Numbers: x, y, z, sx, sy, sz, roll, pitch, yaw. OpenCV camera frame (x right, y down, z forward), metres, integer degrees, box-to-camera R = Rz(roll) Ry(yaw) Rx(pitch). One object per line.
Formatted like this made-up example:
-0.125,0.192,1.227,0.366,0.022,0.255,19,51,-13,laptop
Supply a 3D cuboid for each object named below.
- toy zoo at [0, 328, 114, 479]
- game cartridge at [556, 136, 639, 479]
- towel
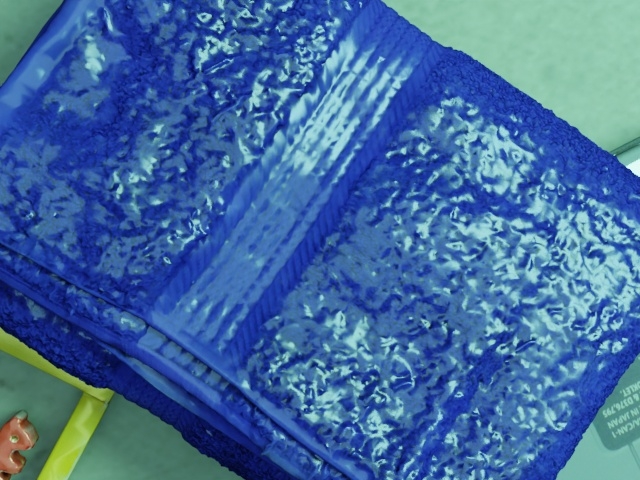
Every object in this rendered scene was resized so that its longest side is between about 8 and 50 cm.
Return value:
-0.229,0.112,0.525,0.192,0.030,0.293,29,87,-6,toy zoo
0.214,0.031,0.568,0.294,0.060,0.196,-26,89,-6,game cartridge
0.000,0.000,0.481,0.308,0.076,0.227,34,87,-5,towel
